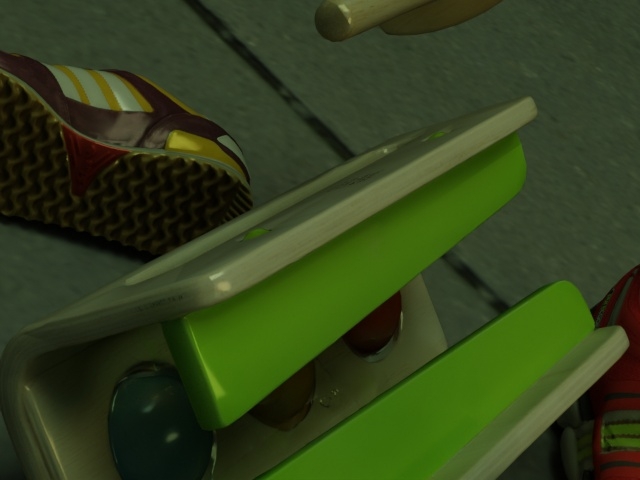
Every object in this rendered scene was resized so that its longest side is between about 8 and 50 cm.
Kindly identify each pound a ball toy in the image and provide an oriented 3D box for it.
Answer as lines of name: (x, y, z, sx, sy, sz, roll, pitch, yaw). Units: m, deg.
pound a ball toy: (0.000, 0.000, 0.684, 0.319, 0.136, 0.208, -32, 101, -55)

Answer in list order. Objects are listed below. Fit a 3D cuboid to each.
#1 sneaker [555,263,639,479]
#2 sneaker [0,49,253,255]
sneaker: (0.167, 0.095, 0.730, 0.107, 0.118, 0.279, 18, 33, -17)
sneaker: (-0.120, -0.051, 0.768, 0.185, 0.069, 0.084, 24, 22, -20)
